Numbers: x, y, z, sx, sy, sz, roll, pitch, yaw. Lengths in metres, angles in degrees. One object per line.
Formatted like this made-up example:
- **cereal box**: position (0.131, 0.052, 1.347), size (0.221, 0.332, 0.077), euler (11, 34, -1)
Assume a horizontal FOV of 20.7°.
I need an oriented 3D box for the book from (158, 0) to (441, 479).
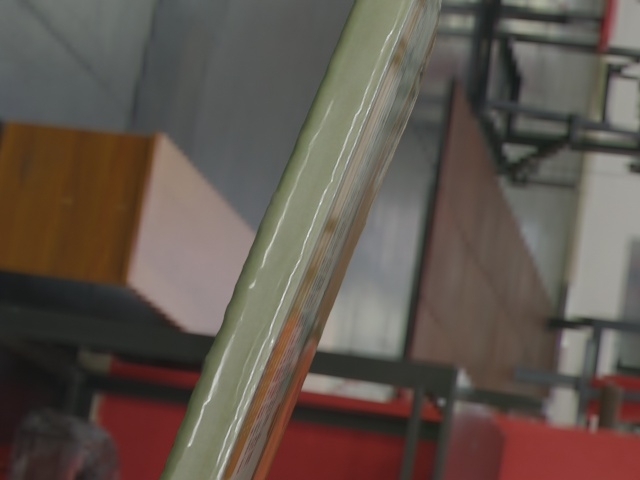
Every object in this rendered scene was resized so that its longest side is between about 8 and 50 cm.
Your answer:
- **book**: position (0.000, 0.000, 0.597), size (0.295, 0.020, 0.208), euler (41, 71, -87)
